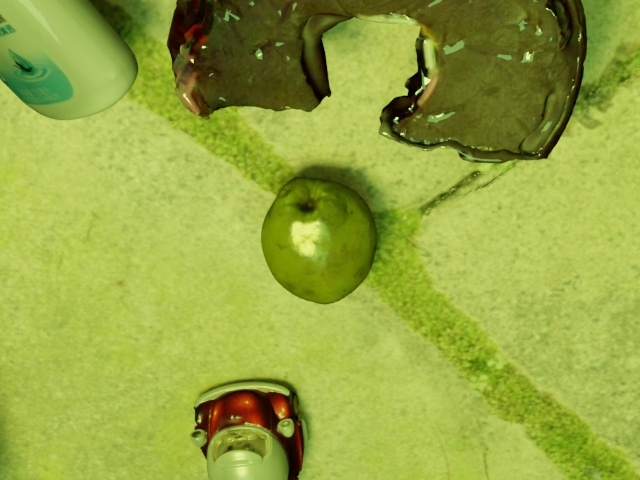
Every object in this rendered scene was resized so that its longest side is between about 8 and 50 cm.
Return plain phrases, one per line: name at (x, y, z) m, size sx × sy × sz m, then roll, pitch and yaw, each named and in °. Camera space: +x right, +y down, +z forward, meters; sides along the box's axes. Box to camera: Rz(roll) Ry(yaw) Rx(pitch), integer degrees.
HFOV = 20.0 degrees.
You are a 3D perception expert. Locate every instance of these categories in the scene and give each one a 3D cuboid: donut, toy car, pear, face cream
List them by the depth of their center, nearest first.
donut at (0.049, -0.204, 1.485) m, size 0.345 × 0.136 × 0.259 m, roll 5°, pitch 125°, yaw -1°
face cream at (-0.295, -0.237, 1.486) m, size 0.163 × 0.080 × 0.336 m, roll 4°, pitch 142°, yaw 53°
pear at (0.000, 0.000, 1.662) m, size 0.107 × 0.107 × 0.131 m, roll -9°, pitch 137°, yaw 11°
toy car at (-0.070, 0.224, 1.827) m, size 0.112 × 0.112 × 0.139 m, roll -9°, pitch 125°, yaw 10°
